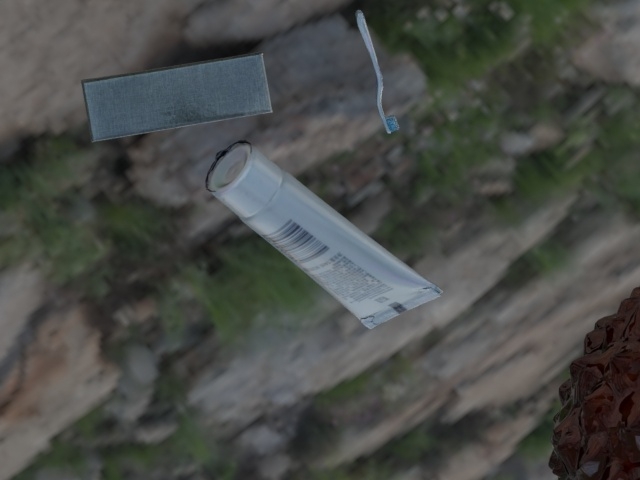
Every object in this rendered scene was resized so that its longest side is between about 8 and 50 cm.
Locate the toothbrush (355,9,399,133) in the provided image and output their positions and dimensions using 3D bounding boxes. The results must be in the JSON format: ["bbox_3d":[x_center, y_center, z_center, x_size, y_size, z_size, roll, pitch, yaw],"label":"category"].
[{"bbox_3d":[0.046,-0.140,1.459,0.013,0.011,0.131,-17,133,2],"label":"toothbrush"}]

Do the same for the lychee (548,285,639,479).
[{"bbox_3d":[0.397,0.210,1.530,0.424,0.425,0.500,-10,152,-46],"label":"lychee"}]

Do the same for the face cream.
[{"bbox_3d":[0.000,0.000,1.589,0.092,0.058,0.243,-27,127,34],"label":"face cream"}]

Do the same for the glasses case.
[{"bbox_3d":[-0.161,-0.161,1.951,0.205,0.071,0.047,-10,-173,-7],"label":"glasses case"}]
